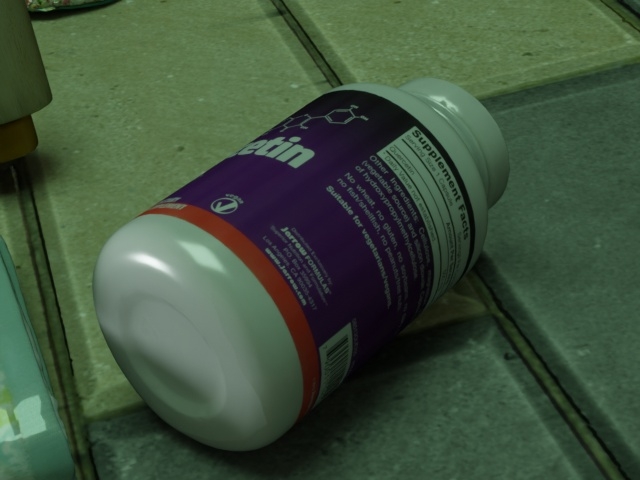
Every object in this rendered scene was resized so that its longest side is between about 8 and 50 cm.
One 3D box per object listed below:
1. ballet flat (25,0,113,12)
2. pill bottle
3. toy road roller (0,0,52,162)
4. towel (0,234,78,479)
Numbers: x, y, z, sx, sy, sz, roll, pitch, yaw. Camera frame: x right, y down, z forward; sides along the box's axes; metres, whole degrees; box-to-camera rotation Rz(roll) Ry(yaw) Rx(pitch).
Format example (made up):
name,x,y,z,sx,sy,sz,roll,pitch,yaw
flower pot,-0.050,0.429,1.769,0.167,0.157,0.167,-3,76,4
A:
name,x,y,z,sx,sy,sz,roll,pitch,yaw
ballet flat,-0.359,-0.313,1.673,0.241,0.077,0.091,-7,34,-1
pill bottle,0.000,0.000,1.032,0.181,0.181,0.323,20,42,35
toy road roller,-0.434,-0.172,1.349,0.329,0.202,0.240,-13,20,-3
towel,-0.370,0.107,1.033,0.320,0.090,0.374,-19,35,-12
